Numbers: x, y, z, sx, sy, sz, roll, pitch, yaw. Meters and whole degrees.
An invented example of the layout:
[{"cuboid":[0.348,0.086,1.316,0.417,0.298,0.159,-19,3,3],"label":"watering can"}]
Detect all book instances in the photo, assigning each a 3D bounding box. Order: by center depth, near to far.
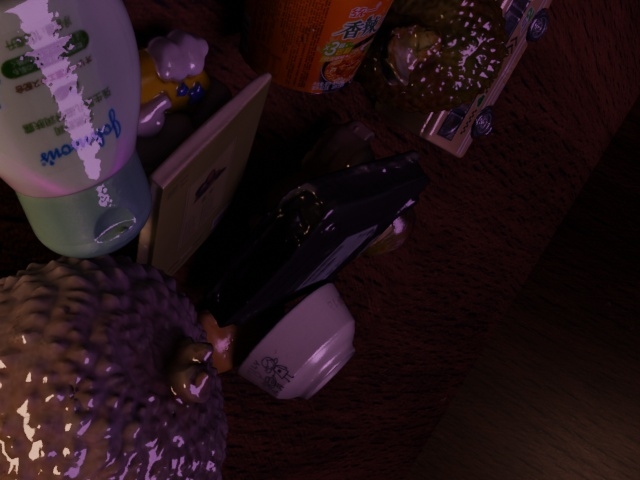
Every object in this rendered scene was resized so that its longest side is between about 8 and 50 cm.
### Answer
[{"cuboid":[-0.173,-0.067,1.275,0.239,0.035,0.352,-49,172,-30],"label":"book"}]

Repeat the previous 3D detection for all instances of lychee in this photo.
[{"cuboid":[-0.300,0.208,1.097,0.432,0.381,0.380,-21,168,28],"label":"lychee"},{"cuboid":[0.165,-0.330,1.443,0.270,0.270,0.320,-58,156,1],"label":"lychee"}]

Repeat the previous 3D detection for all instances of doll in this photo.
[{"cuboid":[-0.219,-0.145,1.175,0.252,0.111,0.237,-46,151,-28],"label":"doll"},{"cuboid":[-0.013,-0.092,1.567,0.278,0.119,0.154,-45,164,-10],"label":"doll"}]

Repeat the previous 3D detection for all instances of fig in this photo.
[{"cuboid":[0.077,-0.003,1.800,0.245,0.149,0.149,-45,152,2],"label":"fig"}]

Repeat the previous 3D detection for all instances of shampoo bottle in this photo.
[{"cuboid":[-0.288,-0.132,0.972,0.221,0.151,0.350,-31,134,-23],"label":"shampoo bottle"}]

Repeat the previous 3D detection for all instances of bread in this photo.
[{"cuboid":[-0.148,0.163,1.630,0.217,0.098,0.147,-31,146,-39],"label":"bread"}]

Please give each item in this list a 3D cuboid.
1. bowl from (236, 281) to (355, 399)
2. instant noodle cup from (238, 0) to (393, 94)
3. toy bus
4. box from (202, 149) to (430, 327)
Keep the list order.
[{"cuboid":[-0.024,0.197,1.611,0.238,0.126,0.238,-43,168,-11],"label":"bowl"},{"cuboid":[-0.009,-0.325,1.231,0.230,0.230,0.182,-29,150,-42],"label":"instant noodle cup"},{"cuboid":[0.270,-0.355,1.684,0.202,0.177,0.365,12,109,-55],"label":"toy bus"},{"cuboid":[0.000,0.000,1.509,0.350,0.091,0.359,-19,158,-50],"label":"box"}]
